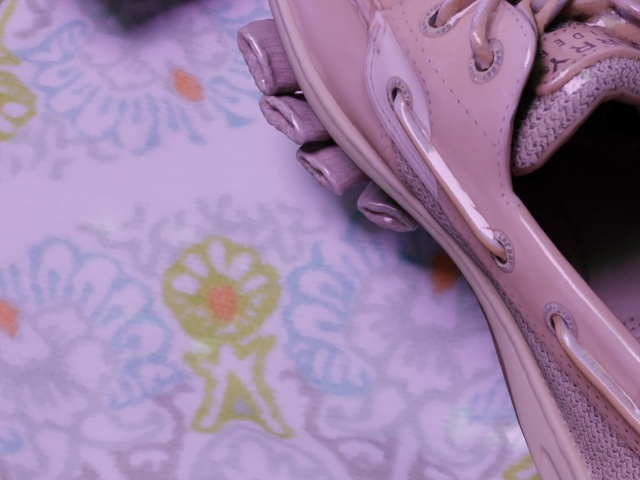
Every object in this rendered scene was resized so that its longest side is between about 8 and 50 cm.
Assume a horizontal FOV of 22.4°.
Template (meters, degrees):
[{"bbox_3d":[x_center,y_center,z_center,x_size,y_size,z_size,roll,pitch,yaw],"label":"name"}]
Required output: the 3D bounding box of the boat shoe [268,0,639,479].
[{"bbox_3d":[0.072,-0.036,0.475,0.109,0.098,0.302,-18,69,-19],"label":"boat shoe"}]

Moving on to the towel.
[{"bbox_3d":[0.000,0.000,0.598,0.320,0.090,0.374,12,52,10],"label":"towel"}]

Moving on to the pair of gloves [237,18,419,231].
[{"bbox_3d":[0.015,-0.120,0.619,0.240,0.042,0.204,38,57,25],"label":"pair of gloves"}]
